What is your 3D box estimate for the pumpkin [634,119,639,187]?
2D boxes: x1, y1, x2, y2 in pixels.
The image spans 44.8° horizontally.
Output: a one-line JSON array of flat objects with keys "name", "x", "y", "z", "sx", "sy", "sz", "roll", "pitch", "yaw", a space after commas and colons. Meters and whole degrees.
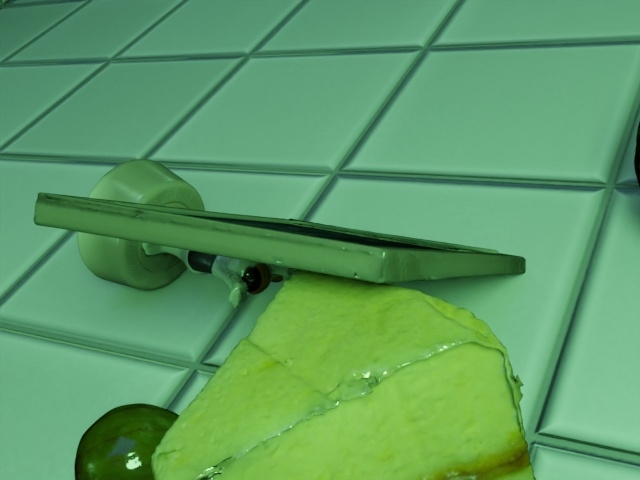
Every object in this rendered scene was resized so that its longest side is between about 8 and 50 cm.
[{"name": "pumpkin", "x": 0.481, "y": -0.092, "z": 0.801, "sx": 0.300, "sy": 0.207, "sz": 0.300, "roll": -10, "pitch": 51, "yaw": 12}]

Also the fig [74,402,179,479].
[{"name": "fig", "x": -0.125, "y": 0.209, "z": 0.776, "sx": 0.236, "sy": 0.124, "sz": 0.124, "roll": -11, "pitch": 29, "yaw": -31}]

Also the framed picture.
[{"name": "framed picture", "x": 0.000, "y": 0.000, "z": 0.777, "sx": 0.326, "sy": 0.028, "sz": 0.446, "roll": 9, "pitch": 3, "yaw": 26}]

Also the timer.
[{"name": "timer", "x": -0.158, "y": 0.013, "z": 0.995, "sx": 0.266, "sy": 0.175, "sz": 0.175, "roll": 22, "pitch": 51, "yaw": 30}]

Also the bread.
[{"name": "bread", "x": 0.032, "y": 0.196, "z": 0.563, "sx": 0.198, "sy": 0.263, "sz": 0.236, "roll": 8, "pitch": 40, "yaw": 39}]
